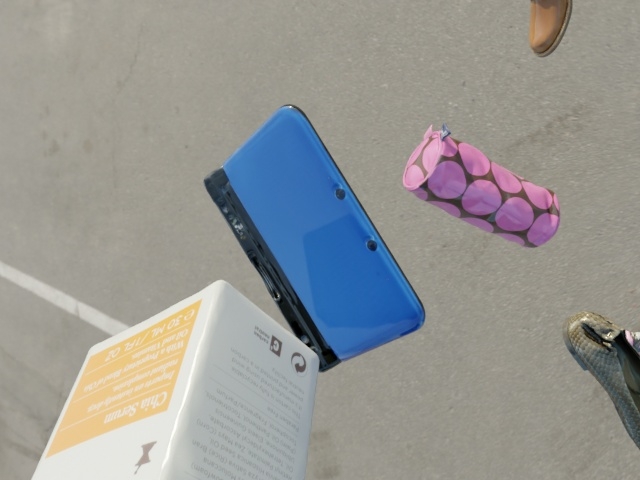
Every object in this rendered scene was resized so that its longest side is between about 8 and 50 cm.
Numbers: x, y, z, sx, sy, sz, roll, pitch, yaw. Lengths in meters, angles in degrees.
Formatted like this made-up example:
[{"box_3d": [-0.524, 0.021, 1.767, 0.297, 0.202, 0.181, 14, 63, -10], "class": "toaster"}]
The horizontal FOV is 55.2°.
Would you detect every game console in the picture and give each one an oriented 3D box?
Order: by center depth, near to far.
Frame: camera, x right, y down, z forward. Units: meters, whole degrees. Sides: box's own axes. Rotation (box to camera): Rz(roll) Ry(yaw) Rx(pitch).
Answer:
[{"box_3d": [0.000, 0.000, 0.798, 0.173, 0.250, 0.293, -31, 88, 12], "class": "game console"}]

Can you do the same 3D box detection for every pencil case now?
[{"box_3d": [0.218, -0.070, 0.816, 0.095, 0.209, 0.098, -45, 25, 45], "class": "pencil case"}]

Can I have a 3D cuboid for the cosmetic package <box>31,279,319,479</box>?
[{"box_3d": [-0.156, 0.280, 0.530, 0.230, 0.161, 0.454, -27, 35, 30], "class": "cosmetic package"}]

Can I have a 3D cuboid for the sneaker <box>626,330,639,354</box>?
[{"box_3d": [0.587, 0.211, 1.123, 0.057, 0.047, 0.119, -13, 124, 13], "class": "sneaker"}]

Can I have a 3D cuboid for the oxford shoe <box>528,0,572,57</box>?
[{"box_3d": [0.354, -0.401, 0.977, 0.076, 0.076, 0.213, 7, 91, 60], "class": "oxford shoe"}]

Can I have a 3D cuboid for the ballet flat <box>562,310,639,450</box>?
[{"box_3d": [0.386, 0.181, 0.734, 0.250, 0.084, 0.058, 51, 141, -5], "class": "ballet flat"}]
